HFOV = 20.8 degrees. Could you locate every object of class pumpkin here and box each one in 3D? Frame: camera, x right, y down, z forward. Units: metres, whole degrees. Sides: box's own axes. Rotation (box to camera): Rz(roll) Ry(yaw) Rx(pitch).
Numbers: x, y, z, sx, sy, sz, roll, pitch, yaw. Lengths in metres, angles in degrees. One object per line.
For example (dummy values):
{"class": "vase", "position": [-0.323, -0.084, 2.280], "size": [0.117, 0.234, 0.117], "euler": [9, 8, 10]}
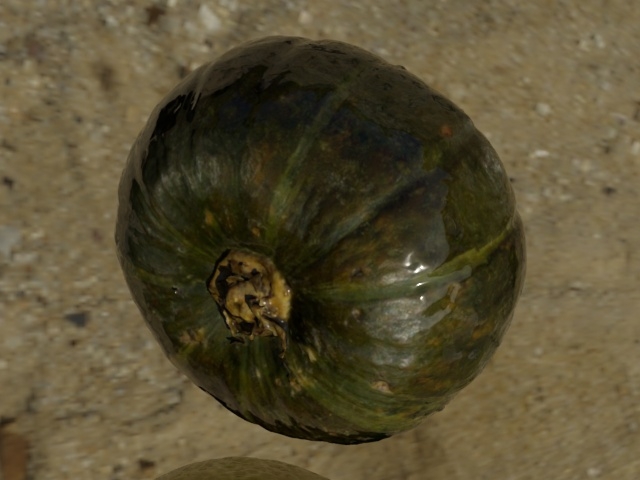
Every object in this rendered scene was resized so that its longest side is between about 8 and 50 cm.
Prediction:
{"class": "pumpkin", "position": [0.000, 0.000, 0.905], "size": [0.223, 0.157, 0.224], "euler": [14, 122, 23]}

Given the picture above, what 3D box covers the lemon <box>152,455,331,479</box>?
{"class": "lemon", "position": [-0.051, 0.283, 1.203], "size": [0.293, 0.293, 0.293], "euler": [-1, 88, 24]}
